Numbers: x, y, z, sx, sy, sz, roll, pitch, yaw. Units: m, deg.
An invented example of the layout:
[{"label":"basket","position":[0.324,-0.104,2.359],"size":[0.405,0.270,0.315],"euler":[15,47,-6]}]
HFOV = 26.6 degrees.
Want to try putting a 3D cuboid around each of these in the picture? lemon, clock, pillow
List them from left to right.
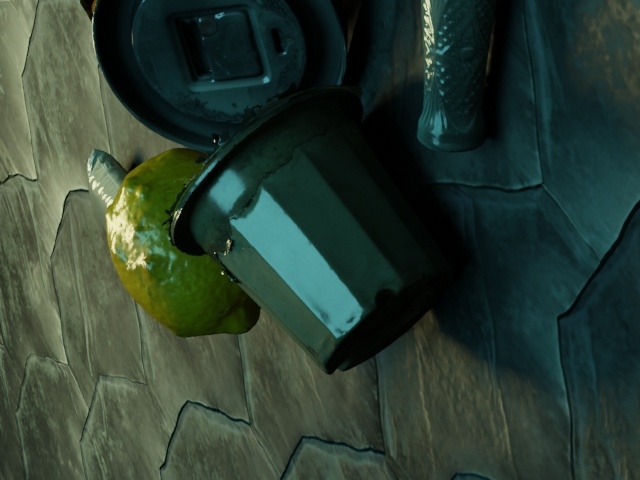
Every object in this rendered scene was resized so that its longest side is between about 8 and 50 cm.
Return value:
[{"label":"pillow","position":[-0.304,-0.023,2.176],"size":[0.254,0.078,0.144],"euler":[53,150,34]},{"label":"lemon","position":[-0.167,0.004,1.826],"size":[0.288,0.233,0.233],"euler":[59,144,21]},{"label":"clock","position":[-0.118,-0.244,1.627],"size":[0.061,0.312,0.313],"euler":[-78,5,-51]}]

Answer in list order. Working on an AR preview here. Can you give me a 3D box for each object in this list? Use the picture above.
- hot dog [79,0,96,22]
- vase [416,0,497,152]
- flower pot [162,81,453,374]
[{"label":"hot dog","position":[-0.264,-0.309,1.954],"size":[0.326,0.107,0.194],"euler":[56,179,24]},{"label":"vase","position":[0.141,-0.204,1.405],"size":[0.096,0.096,0.219],"euler":[33,129,49]},{"label":"flower pot","position":[0.000,0.000,1.551],"size":[0.259,0.290,0.290],"euler":[52,141,18]}]
